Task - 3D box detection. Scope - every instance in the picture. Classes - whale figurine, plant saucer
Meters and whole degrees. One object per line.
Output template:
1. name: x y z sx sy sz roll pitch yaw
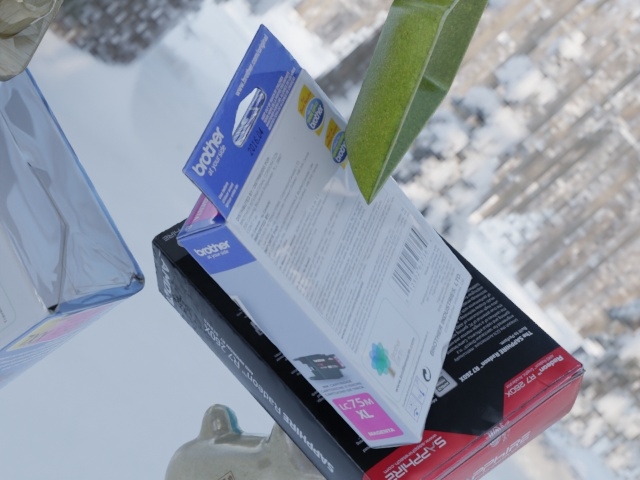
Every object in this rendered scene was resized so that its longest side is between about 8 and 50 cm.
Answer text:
1. whale figurine: -0.065 0.284 1.567 0.141 0.272 0.216 -6 63 -45
2. plant saucer: 0.079 -0.150 1.035 0.045 0.188 0.188 28 43 7

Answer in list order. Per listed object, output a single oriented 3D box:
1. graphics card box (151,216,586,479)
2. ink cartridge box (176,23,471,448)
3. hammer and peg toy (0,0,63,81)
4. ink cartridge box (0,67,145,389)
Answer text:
1. graphics card box: 0.036 0.081 1.274 0.371 0.232 0.094 44 -26 28
2. ink cartridge box: 0.000 0.000 1.079 0.311 0.065 0.186 51 43 -29
3. hammer and peg toy: -0.291 -0.309 0.885 0.361 0.266 0.127 38 -32 -28
4. ink cartridge box: -0.385 0.033 1.185 0.270 0.395 0.151 60 25 9
